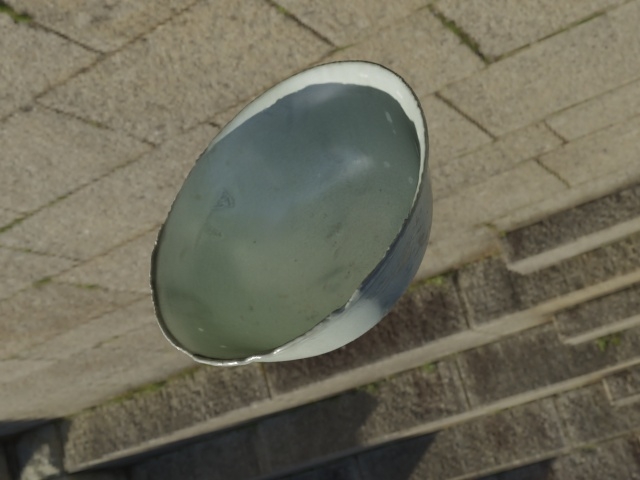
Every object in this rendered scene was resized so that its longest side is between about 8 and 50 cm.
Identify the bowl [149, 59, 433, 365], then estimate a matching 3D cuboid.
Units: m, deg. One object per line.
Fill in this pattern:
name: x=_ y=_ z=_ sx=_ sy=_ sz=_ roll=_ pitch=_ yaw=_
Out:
bowl: x=0.000 y=0.000 z=0.848 sx=0.313 sy=0.313 sz=0.146 roll=-24 pitch=136 yaw=27
